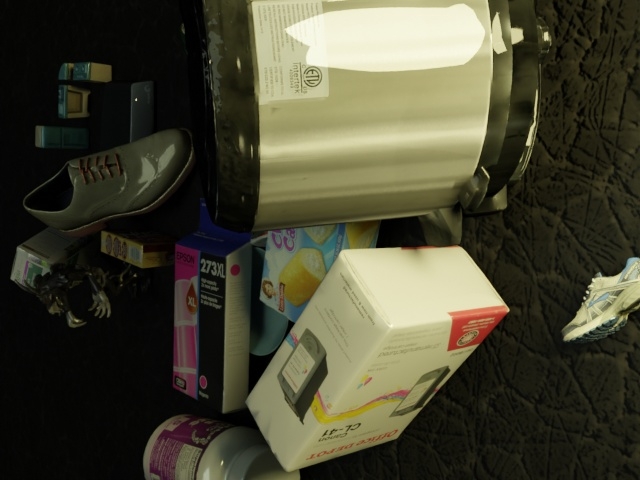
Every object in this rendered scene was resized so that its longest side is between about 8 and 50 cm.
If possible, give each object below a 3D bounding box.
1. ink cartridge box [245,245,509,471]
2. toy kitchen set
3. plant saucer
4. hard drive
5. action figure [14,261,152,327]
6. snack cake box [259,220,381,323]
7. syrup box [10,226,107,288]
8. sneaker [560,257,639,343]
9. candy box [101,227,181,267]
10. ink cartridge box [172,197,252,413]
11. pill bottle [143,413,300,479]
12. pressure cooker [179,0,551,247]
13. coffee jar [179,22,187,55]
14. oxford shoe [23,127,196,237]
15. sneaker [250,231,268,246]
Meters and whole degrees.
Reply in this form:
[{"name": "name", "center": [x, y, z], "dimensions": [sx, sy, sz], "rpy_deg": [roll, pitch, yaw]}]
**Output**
[{"name": "ink cartridge box", "center": [0.070, 0.155, 1.030], "dimensions": [0.131, 0.226, 0.306], "rpy_deg": [55, 131, 33]}, {"name": "toy kitchen set", "center": [-0.588, -0.319, 1.824], "dimensions": [0.166, 0.122, 0.207], "rpy_deg": [13, 103, 48]}, {"name": "plant saucer", "center": [-0.104, 0.107, 1.367], "dimensions": [0.195, 0.037, 0.194], "rpy_deg": [4, 96, 49]}, {"name": "hard drive", "center": [-0.432, -0.230, 1.704], "dimensions": [0.172, 0.054, 0.254], "rpy_deg": [15, 104, 47]}, {"name": "action figure", "center": [-0.503, 0.111, 1.643], "dimensions": [0.164, 0.276, 0.140], "rpy_deg": [-14, 87, 48]}, {"name": "snack cake box", "center": [0.000, 0.000, 1.162], "dimensions": [0.152, 0.089, 0.264], "rpy_deg": [28, 122, 33]}, {"name": "syrup box", "center": [-0.602, 0.026, 1.776], "dimensions": [0.096, 0.237, 0.093], "rpy_deg": [25, 117, 4]}, {"name": "sneaker", "center": [0.325, 0.069, 0.872], "dimensions": [0.135, 0.052, 0.058], "rpy_deg": [-45, 50, 33]}, {"name": "candy box", "center": [-0.373, 0.013, 1.613], "dimensions": [0.187, 0.109, 0.053], "rpy_deg": [12, 103, 47]}, {"name": "ink cartridge box", "center": [-0.199, 0.113, 1.405], "dimensions": [0.176, 0.069, 0.370], "rpy_deg": [11, 99, 48]}, {"name": "pill bottle", "center": [-0.178, 0.411, 1.376], "dimensions": [0.302, 0.169, 0.169], "rpy_deg": [-4, 90, 48]}, {"name": "pressure cooker", "center": [0.060, -0.196, 0.894], "dimensions": [0.369, 0.421, 0.375], "rpy_deg": [95, 164, -44]}, {"name": "coffee jar", "center": [-0.181, -0.296, 1.332], "dimensions": [0.079, 0.096, 0.184], "rpy_deg": [54, 159, 39]}, {"name": "oxford shoe", "center": [-0.428, -0.121, 1.561], "dimensions": [0.397, 0.146, 0.140], "rpy_deg": [-29, 65, 19]}, {"name": "sneaker", "center": [-0.060, -0.038, 1.299], "dimensions": [0.158, 0.061, 0.064], "rpy_deg": [-29, 61, 35]}]
